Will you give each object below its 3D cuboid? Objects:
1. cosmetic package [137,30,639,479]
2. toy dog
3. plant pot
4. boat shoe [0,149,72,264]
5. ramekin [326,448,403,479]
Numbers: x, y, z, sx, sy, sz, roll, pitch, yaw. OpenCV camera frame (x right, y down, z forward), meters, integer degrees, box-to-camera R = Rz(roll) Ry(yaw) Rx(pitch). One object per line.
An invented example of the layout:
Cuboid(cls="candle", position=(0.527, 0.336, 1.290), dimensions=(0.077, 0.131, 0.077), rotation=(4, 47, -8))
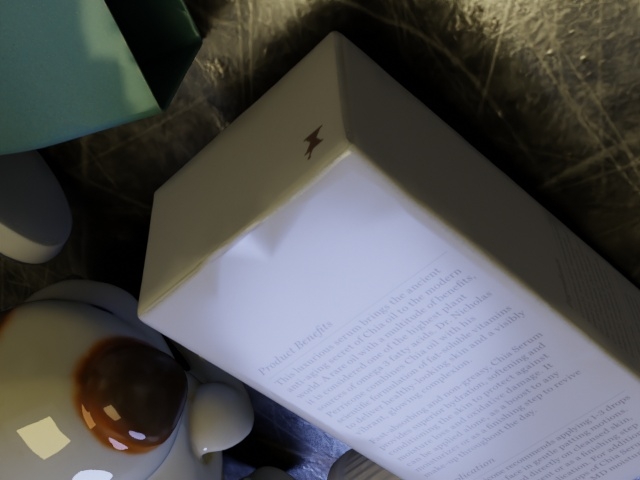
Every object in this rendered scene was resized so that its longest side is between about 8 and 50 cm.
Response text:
Cuboid(cls="cosmetic package", position=(0.096, 0.064, 0.921), dimensions=(0.230, 0.162, 0.453), rotation=(-37, 123, 27))
Cuboid(cls="toy dog", position=(-0.215, 0.219, 1.015), dimensions=(0.284, 0.395, 0.408), rotation=(4, 131, 18))
Cuboid(cls="plant pot", position=(-0.250, -0.170, 0.893), dimensions=(0.234, 0.166, 0.166), rotation=(-18, 117, 17))
Cuboid(cls="boat shoe", position=(-0.408, -0.081, 1.004), dimensions=(0.367, 0.136, 0.156), rotation=(40, 120, -11))
Cuboid(cls="ramekin", position=(0.117, 0.274, 1.092), dimensions=(0.207, 0.207, 0.109), rotation=(41, 111, -15))
